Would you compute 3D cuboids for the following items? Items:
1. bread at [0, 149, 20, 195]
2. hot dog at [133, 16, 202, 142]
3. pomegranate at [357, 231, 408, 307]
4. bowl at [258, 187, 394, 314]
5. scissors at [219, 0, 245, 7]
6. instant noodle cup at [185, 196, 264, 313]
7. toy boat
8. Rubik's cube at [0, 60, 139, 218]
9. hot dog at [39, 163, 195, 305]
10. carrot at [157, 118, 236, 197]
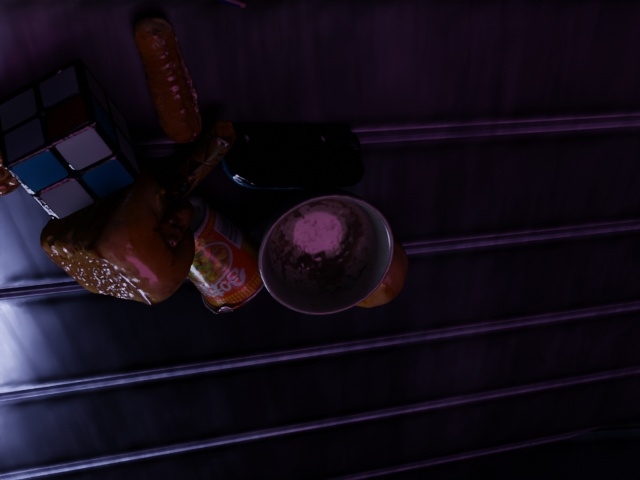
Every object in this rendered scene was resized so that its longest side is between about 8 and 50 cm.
[{"bbox_3d":[-0.605,-0.125,1.801,0.110,0.024,0.110,-14,142,-11],"label":"bread"},{"bbox_3d":[-0.273,-0.282,1.749,0.083,0.068,0.289,-13,143,-2],"label":"hot dog"},{"bbox_3d":[0.109,0.055,2.220,0.207,0.207,0.207,-14,141,-11],"label":"pomegranate"},{"bbox_3d":[0.000,0.000,2.048,0.289,0.146,0.289,-7,120,-12],"label":"bowl"},{"bbox_3d":[-0.174,-0.430,1.665,0.113,0.012,0.039,6,133,-31],"label":"scissors"},{"bbox_3d":[-0.235,0.021,2.043,0.193,0.193,0.212,-32,133,11],"label":"instant noodle cup"},{"bbox_3d":[-0.063,-0.157,1.966,0.299,0.134,0.092,-1,165,-22],"label":"toy boat"},{"bbox_3d":[-0.444,-0.175,1.698,0.183,0.180,0.167,-25,141,6],"label":"Rubik's cube"},{"bbox_3d":[-0.369,-0.019,1.836,0.185,0.405,0.223,45,68,-27],"label":"hot dog"},{"bbox_3d":[-0.244,-0.152,1.890,0.069,0.069,0.229,16,139,-38],"label":"carrot"}]
